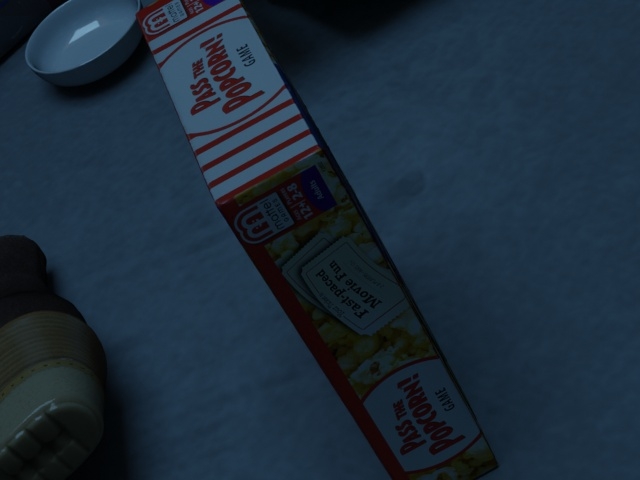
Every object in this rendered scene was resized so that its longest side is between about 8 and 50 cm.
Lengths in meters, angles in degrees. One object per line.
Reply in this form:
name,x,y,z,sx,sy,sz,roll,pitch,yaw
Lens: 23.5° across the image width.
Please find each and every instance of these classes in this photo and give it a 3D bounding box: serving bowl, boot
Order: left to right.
boot,-0.219,0.110,0.770,0.248,0.090,0.207,-36,28,-5
serving bowl,-0.148,-0.127,0.990,0.083,0.027,0.083,-17,42,15

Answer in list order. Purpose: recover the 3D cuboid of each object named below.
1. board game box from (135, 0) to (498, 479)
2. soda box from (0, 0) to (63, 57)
board game box,0.000,0.000,0.641,0.045,0.193,0.147,-29,39,2
soda box,-0.262,-0.161,1.044,0.083,0.092,0.263,23,63,45
